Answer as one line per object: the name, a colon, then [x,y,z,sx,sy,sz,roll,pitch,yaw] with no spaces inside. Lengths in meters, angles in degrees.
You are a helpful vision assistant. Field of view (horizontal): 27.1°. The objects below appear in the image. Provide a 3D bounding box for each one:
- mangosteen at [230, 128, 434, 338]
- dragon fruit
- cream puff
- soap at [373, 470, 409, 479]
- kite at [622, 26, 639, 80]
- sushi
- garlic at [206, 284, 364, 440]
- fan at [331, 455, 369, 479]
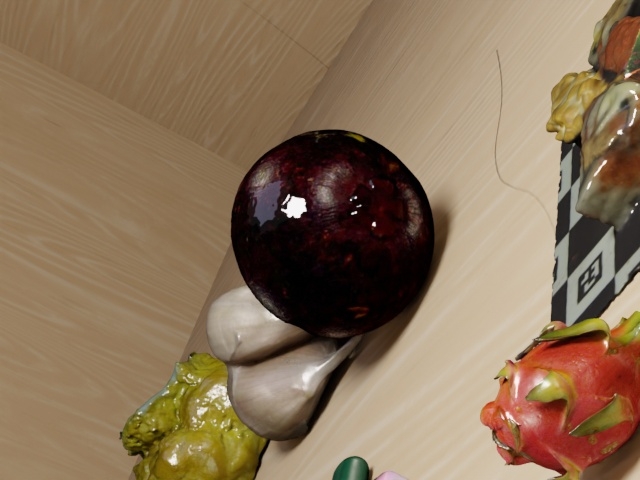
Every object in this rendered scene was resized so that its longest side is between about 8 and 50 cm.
mangosteen: [0.000,0.000,1.446,0.265,0.228,0.228,-32,30,57]
dragon fruit: [0.153,0.087,0.777,0.116,0.086,0.081,-31,41,-15]
cream puff: [-0.183,0.277,1.866,0.282,0.185,0.282,-59,13,22]
soap: [-0.007,0.313,0.903,0.324,0.109,0.193,-50,14,48]
kite: [0.271,-0.188,0.830,0.241,0.014,0.183,-42,33,7]
sushi: [0.244,-0.139,0.970,0.359,0.064,0.343,-56,11,36]
garlic: [-0.023,0.119,1.653,0.237,0.210,0.292,-28,5,-1]
fan: [0.017,0.254,1.204,0.082,0.039,0.155,-58,9,32]
